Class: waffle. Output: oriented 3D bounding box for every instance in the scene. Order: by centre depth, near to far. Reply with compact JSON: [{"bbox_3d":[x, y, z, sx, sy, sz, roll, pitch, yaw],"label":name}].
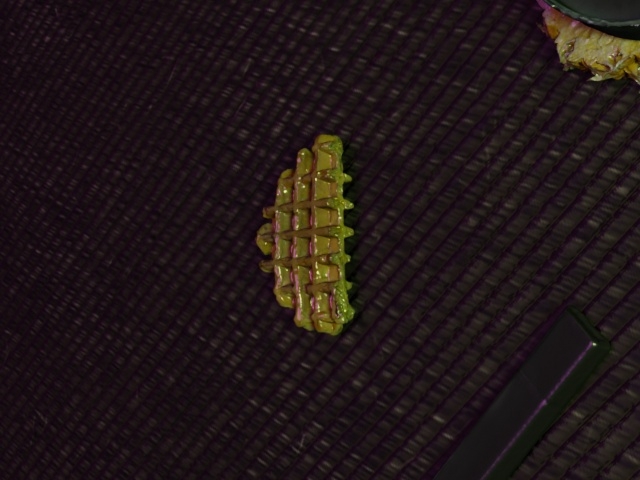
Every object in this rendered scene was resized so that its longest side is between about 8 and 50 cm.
[{"bbox_3d":[0.000,0.000,1.386,0.160,0.046,0.192,-48,53,28],"label":"waffle"}]

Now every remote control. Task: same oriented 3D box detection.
[{"bbox_3d":[0.170,0.166,1.201,0.245,0.025,0.063,-57,45,20],"label":"remote control"}]

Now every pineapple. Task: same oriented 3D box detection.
[{"bbox_3d":[0.277,-0.231,1.154,0.221,0.047,0.221,-11,73,42],"label":"pineapple"}]

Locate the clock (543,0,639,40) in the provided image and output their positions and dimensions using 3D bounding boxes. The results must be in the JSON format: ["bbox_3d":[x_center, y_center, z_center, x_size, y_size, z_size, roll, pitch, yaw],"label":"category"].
[{"bbox_3d":[0.283,-0.300,1.103,0.280,0.055,0.281,-15,67,40],"label":"clock"}]
